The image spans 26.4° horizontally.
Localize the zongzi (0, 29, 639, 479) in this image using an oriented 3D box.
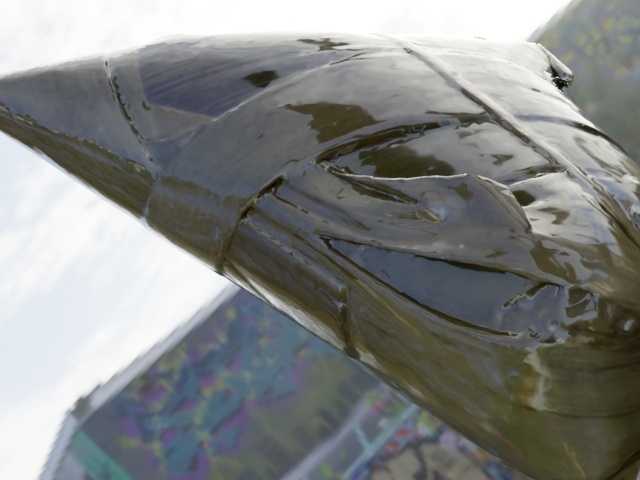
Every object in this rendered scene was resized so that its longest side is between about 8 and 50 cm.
[{"bbox_3d":[-0.003,0.020,0.838,0.500,0.467,0.218,-113,25,-62],"label":"zongzi"}]
